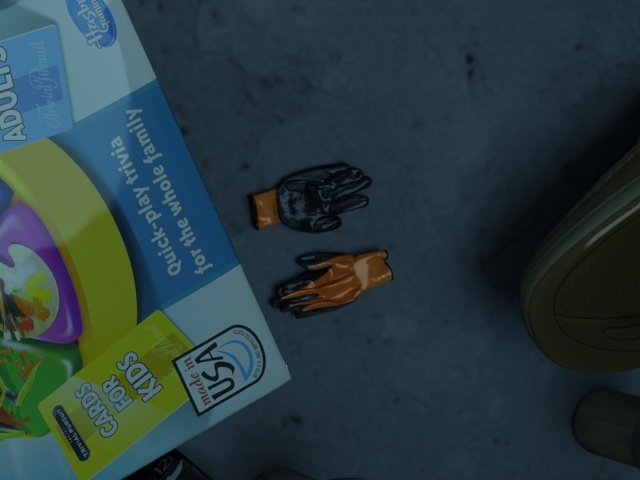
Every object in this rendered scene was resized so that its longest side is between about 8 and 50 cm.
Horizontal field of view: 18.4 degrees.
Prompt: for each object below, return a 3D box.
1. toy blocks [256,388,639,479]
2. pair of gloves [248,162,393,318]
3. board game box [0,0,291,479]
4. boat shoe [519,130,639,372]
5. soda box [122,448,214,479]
[{"bbox_3d":[0.146,0.256,1.077,0.288,0.260,0.309,-12,98,-22],"label":"toy blocks"},{"bbox_3d":[0.000,0.000,1.112,0.074,0.010,0.083,-19,106,-18],"label":"pair of gloves"},{"bbox_3d":[-0.213,0.039,0.986,0.336,0.079,0.254,-30,112,-16],"label":"board game box"},{"bbox_3d":[0.246,-0.044,1.160,0.341,0.110,0.122,-32,123,-13],"label":"boat shoe"},{"bbox_3d":[-0.118,0.190,1.078,0.060,0.053,0.169,44,83,-27],"label":"soda box"}]
